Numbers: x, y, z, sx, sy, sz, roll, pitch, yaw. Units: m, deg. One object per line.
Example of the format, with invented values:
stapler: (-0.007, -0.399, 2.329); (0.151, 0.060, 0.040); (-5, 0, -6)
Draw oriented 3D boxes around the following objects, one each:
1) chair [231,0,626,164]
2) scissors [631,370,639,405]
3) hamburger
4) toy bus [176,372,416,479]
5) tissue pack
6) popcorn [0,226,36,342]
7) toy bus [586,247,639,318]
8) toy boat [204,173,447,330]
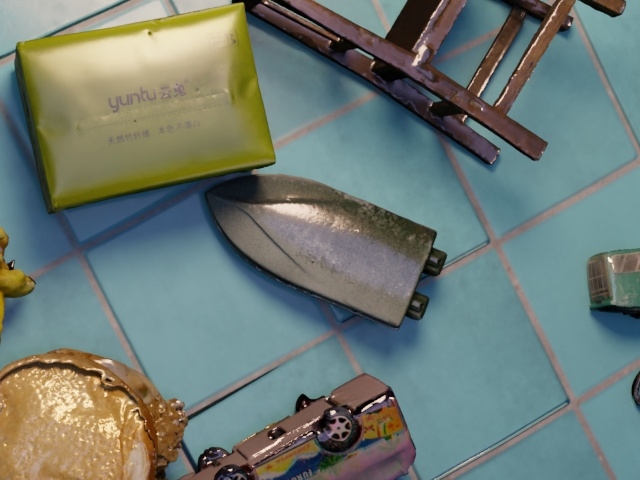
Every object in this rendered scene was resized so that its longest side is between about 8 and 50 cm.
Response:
chair: (0.132, -0.303, 1.742); (0.416, 0.203, 0.241); (31, 86, -13)
scissors: (0.570, 0.168, 1.929); (0.300, 0.022, 0.109); (-28, 99, -14)
hamburger: (-0.299, 0.248, 1.652); (0.286, 0.146, 0.243); (-25, 89, -7)
toy bus: (-0.039, 0.294, 1.736); (0.317, 0.112, 0.138); (-28, 106, -12)
tissue pack: (-0.216, -0.157, 1.664); (0.274, 0.167, 0.200); (-13, 92, -15)
popcorn: (-0.428, 0.077, 1.610); (0.195, 0.173, 0.168); (-32, 54, -7)
toy bus: (0.498, 0.053, 1.881); (0.261, 0.091, 0.109); (-6, 84, -16)
toy boat: (0.000, 0.000, 1.759); (0.319, 0.092, 0.141); (23, 84, -5)
